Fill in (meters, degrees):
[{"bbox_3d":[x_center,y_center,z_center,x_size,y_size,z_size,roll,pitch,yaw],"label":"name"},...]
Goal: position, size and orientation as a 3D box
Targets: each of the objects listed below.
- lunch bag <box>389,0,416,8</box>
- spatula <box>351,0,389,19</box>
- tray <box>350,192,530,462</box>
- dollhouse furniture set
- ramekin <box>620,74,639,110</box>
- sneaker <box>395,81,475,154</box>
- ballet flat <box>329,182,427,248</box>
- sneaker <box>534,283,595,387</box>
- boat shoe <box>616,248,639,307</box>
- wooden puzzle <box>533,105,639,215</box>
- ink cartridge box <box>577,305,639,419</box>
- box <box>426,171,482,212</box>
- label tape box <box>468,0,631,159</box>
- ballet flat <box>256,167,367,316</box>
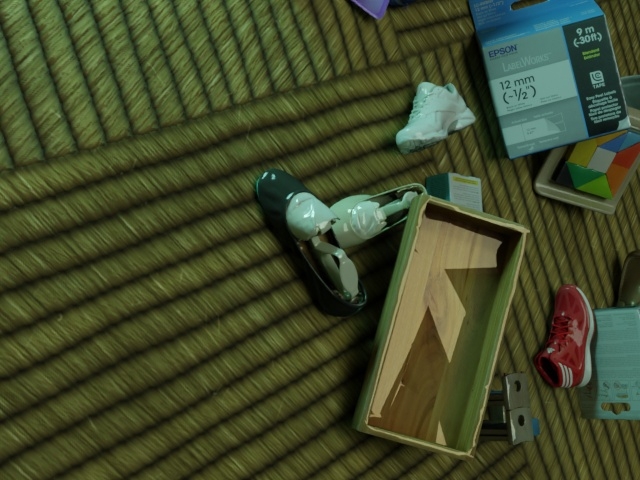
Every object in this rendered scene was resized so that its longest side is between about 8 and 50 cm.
[{"bbox_3d":[0.154,-0.489,1.846,0.067,0.065,0.098,-12,90,-59],"label":"lunch bag"},{"bbox_3d":[0.018,-0.516,1.746,0.296,0.030,0.084,41,56,-30],"label":"spatula"},{"bbox_3d":[0.205,0.147,1.659,0.203,0.076,0.410,17,81,-8],"label":"tray"},{"bbox_3d":[0.363,0.312,1.852,0.184,0.129,0.128,2,81,-42],"label":"dollhouse furniture set"},{"bbox_3d":[0.692,-0.279,2.227,0.207,0.207,0.109,-50,125,-37],"label":"ramekin"},{"bbox_3d":[0.199,-0.237,1.839,0.232,0.090,0.115,-32,98,-51],"label":"sneaker"},{"bbox_3d":[0.100,-0.049,1.703,0.248,0.086,0.086,-24,99,-43],"label":"ballet flat"},{"bbox_3d":[0.509,0.203,2.042,0.128,0.087,0.221,-1,82,-45],"label":"sneaker"},{"bbox_3d":[0.735,0.188,2.232,0.110,0.122,0.340,2,82,-44],"label":"boat shoe"},{"bbox_3d":[0.600,-0.183,2.104,0.221,0.044,0.238,14,110,-21],"label":"wooden puzzle"},{"bbox_3d":[0.625,0.259,2.070,0.066,0.189,0.232,-13,91,-39],"label":"ink cartridge box"},{"bbox_3d":[0.260,-0.001,1.859,0.101,0.060,0.244,7,78,-42],"label":"box"},{"bbox_3d":[0.460,-0.361,1.977,0.115,0.249,0.347,-47,123,-79],"label":"label tape box"},{"bbox_3d":[0.000,0.000,1.585,0.095,0.096,0.280,-41,110,-30],"label":"ballet flat"}]
